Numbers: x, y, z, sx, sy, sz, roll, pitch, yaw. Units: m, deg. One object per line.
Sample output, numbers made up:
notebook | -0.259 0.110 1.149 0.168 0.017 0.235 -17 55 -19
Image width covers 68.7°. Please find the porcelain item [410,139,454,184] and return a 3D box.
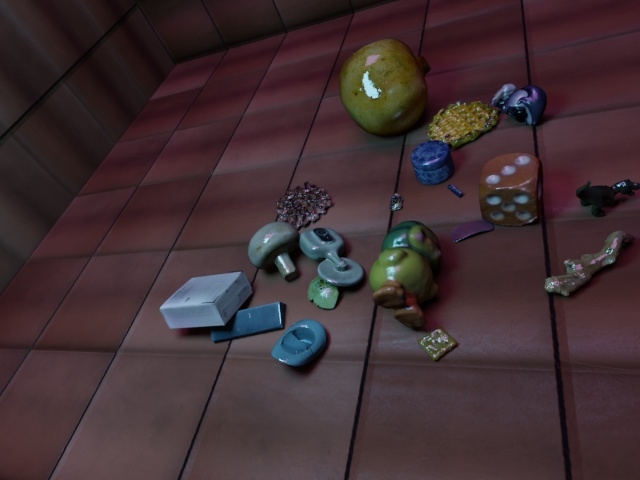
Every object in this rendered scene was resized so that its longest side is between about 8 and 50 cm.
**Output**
porcelain item | 0.418 -0.295 1.754 0.147 0.114 0.147 -15 43 14

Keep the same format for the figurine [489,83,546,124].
figurine | 0.767 -0.527 1.778 0.145 0.145 0.222 -30 41 -1

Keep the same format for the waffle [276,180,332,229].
waffle | -0.074 -0.147 1.919 0.221 0.055 0.234 -37 48 -11

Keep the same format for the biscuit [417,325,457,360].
biscuit | 0.328 0.287 1.316 0.083 0.018 0.081 -35 43 -5

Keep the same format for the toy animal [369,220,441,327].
toy animal | 0.249 0.089 1.422 0.191 0.216 0.338 -26 31 45

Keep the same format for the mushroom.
mushroom | -0.152 0.045 1.698 0.207 0.207 0.215 -33 74 -4

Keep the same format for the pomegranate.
pomegranate | 0.271 -0.651 1.960 0.417 0.416 0.416 -15 44 15

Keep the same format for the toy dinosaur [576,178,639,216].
toy dinosaur | 0.823 -0.162 1.364 0.187 0.178 0.087 -25 44 1

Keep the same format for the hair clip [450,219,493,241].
hair clip | 0.493 -0.035 1.534 0.137 0.022 0.054 -19 47 11

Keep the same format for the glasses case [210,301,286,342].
glasses case | -0.253 0.274 1.609 0.266 0.056 0.105 -15 44 15

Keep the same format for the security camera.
security camera | 0.039 0.050 1.616 0.157 0.080 0.301 -9 35 -25

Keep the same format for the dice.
dice | 0.603 -0.162 1.486 0.179 0.175 0.173 0 50 33

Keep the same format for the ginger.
ginger | 0.739 0.058 1.286 0.288 0.075 0.089 -38 38 -4

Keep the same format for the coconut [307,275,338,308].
coconut | 0.011 0.160 1.578 0.133 0.055 0.158 -18 42 10

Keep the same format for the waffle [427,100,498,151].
waffle | 0.568 -0.471 1.881 0.262 0.060 0.280 8 54 33

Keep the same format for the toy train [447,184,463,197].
toy train | 0.481 -0.182 1.683 0.017 0.017 0.083 -31 42 -3

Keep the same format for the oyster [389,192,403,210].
oyster | 0.282 -0.147 1.753 0.054 0.019 0.083 -7 47 23

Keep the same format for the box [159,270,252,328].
box | -0.401 0.209 1.656 0.252 0.106 0.203 -8 25 26

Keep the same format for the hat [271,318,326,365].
hat | -0.066 0.329 1.448 0.138 0.077 0.191 24 44 32
